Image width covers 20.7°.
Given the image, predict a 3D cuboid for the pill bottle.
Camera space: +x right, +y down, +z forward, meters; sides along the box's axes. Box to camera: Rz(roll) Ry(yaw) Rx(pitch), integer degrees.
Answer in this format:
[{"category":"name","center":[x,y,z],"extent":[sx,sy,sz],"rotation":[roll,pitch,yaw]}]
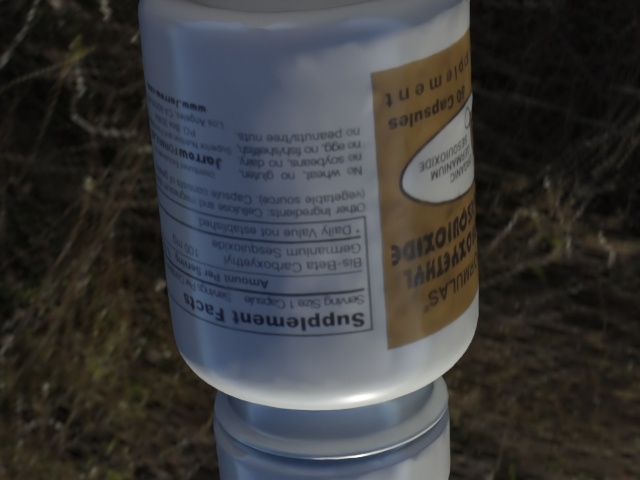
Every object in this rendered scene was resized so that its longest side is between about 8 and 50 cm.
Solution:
[{"category":"pill bottle","center":[0.000,0.000,0.728],"extent":[0.131,0.131,0.229],"rotation":[2,114,14]}]
